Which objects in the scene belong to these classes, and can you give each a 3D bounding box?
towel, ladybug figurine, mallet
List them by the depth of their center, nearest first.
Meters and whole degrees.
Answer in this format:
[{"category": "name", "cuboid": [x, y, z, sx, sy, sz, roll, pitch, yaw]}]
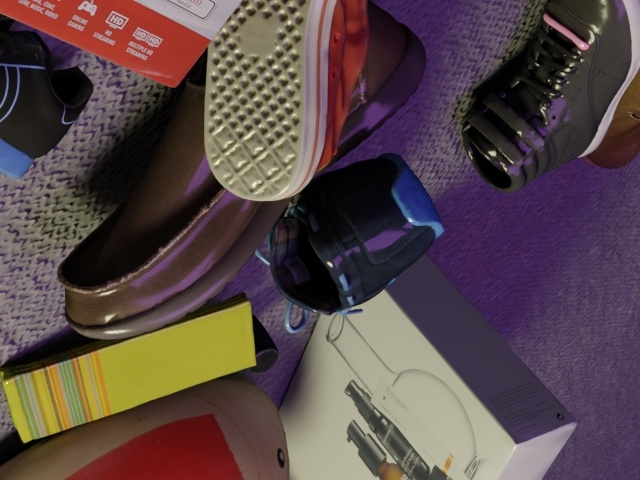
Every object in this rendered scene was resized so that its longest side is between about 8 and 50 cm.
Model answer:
[{"category": "towel", "cuboid": [-0.175, 0.119, 1.276, 0.237, 0.021, 0.102, -18, 140, -15]}, {"category": "mallet", "cuboid": [-0.125, 0.085, 1.331, 0.189, 0.062, 0.039, 17, 118, -38]}, {"category": "ladybug figurine", "cuboid": [-0.214, 0.307, 1.389, 0.449, 0.162, 0.305, -26, 147, -21]}]

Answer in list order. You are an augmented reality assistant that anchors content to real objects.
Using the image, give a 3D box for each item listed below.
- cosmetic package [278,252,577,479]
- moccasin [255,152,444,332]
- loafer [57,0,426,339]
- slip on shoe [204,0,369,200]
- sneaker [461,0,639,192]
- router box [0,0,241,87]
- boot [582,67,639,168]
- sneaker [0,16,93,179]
[{"category": "cosmetic package", "cuboid": [0.084, 0.227, 1.488, 0.097, 0.284, 0.377, -12, 139, -36]}, {"category": "moccasin", "cuboid": [0.000, 0.000, 1.196, 0.116, 0.138, 0.342, -32, 173, -14]}, {"category": "loafer", "cuboid": [-0.084, -0.077, 1.097, 0.366, 0.134, 0.130, -45, 123, -9]}, {"category": "slip on shoe", "cuboid": [-0.013, -0.193, 0.959, 0.101, 0.123, 0.331, -28, 130, -61]}, {"category": "sneaker", "cuboid": [0.217, -0.148, 1.318, 0.147, 0.104, 0.296, -33, 153, -21]}, {"category": "router box", "cuboid": [-0.132, -0.273, 0.759, 0.335, 0.082, 0.301, 20, 116, -45]}, {"category": "boot", "cuboid": [0.324, -0.151, 1.426, 0.112, 0.115, 0.305, -35, 150, -11]}, {"category": "sneaker", "cuboid": [-0.238, -0.118, 0.902, 0.090, 0.081, 0.232, -46, 156, 4]}]
